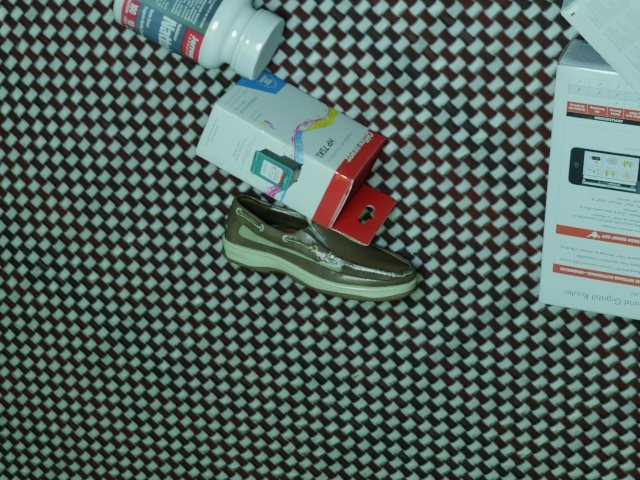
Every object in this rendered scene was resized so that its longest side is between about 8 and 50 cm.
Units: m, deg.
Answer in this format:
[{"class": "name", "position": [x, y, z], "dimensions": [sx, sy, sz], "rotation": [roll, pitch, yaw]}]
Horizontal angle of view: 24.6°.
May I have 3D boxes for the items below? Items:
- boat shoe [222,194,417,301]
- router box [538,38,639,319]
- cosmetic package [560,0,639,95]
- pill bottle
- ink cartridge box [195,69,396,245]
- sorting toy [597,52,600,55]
[{"class": "boat shoe", "position": [-0.003, 0.003, 1.810], "dimensions": [0.257, 0.095, 0.095], "rotation": [13, 115, 16]}, {"class": "router box", "position": [0.418, -0.050, 1.616], "dimensions": [0.335, 0.082, 0.301], "rotation": [10, 120, 17]}, {"class": "cosmetic package", "position": [0.356, -0.183, 1.464], "dimensions": [0.239, 0.060, 0.099], "rotation": [44, 122, -15]}, {"class": "pill bottle", "position": [-0.139, -0.262, 1.709], "dimensions": [0.180, 0.108, 0.108], "rotation": [28, 124, 6]}, {"class": "ink cartridge box", "position": [-0.014, -0.101, 1.731], "dimensions": [0.231, 0.134, 0.078], "rotation": [29, 123, 4]}, {"class": "sorting toy", "position": [0.336, -0.360, 1.484], "dimensions": [0.126, 0.127, 0.365], "rotation": [-7, 114, 0]}]
